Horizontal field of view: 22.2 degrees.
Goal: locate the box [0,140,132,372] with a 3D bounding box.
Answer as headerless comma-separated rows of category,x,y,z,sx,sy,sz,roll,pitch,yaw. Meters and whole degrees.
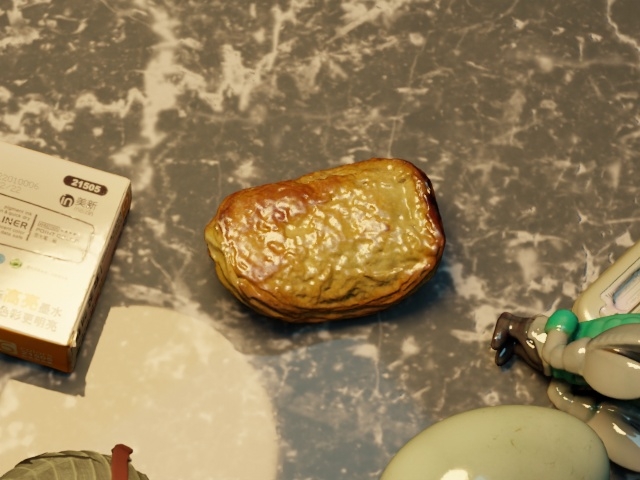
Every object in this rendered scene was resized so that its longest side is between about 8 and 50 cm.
box,-0.365,0.003,1.780,0.273,0.091,0.221,14,65,1

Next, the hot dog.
hot dog,0.002,0.001,1.802,0.259,0.114,0.175,-11,72,-7

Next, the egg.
egg,0.175,0.260,1.660,0.264,0.183,0.183,-22,69,-20

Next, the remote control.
remote control,0.373,0.041,1.849,0.221,0.042,0.078,-40,74,-19

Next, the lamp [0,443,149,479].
lamp,-0.244,0.329,1.578,0.233,0.233,0.265,4,53,-3

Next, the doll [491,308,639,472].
doll,0.318,0.154,1.745,0.195,0.258,0.153,40,57,-34
